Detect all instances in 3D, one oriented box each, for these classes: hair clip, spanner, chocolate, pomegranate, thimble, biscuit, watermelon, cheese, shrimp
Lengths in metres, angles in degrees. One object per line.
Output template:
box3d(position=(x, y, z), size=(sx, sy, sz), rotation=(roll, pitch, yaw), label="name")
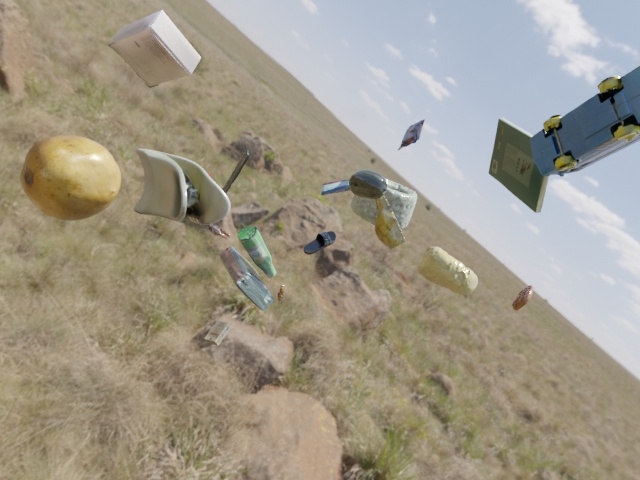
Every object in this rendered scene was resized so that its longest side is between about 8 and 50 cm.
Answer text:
box3d(position=(-0.353, -0.121, 1.140), size=(0.282, 0.173, 0.113), rotation=(23, 21, 39), label="hair clip")
box3d(position=(-0.371, -0.249, 1.872), size=(0.026, 0.325, 0.093), rotation=(8, 46, -39), label="spanner")
box3d(position=(-0.299, 0.067, 2.228), size=(0.291, 0.110, 0.110), rotation=(65, -4, -36), label="chocolate")
box3d(position=(-0.821, -0.209, 1.490), size=(0.307, 0.307, 0.307), rotation=(39, 12, -10), label="pomegranate")
box3d(position=(0.308, -0.182, 2.150), size=(0.291, 0.195, 0.291), rotation=(20, 21, -8), label="thimble")
box3d(position=(0.579, 0.166, 1.306), size=(0.015, 0.078, 0.091), rotation=(40, 44, 7), label="biscuit")
box3d(position=(0.128, -0.148, 1.202), size=(0.110, 0.078, 0.078), rotation=(13, -2, 27), label="watermelon")
box3d(position=(0.454, 0.114, 1.614), size=(0.213, 0.117, 0.226), rotation=(31, 1, 9), label="cheese")
box3d(position=(0.341, -0.399, 1.696), size=(0.028, 0.086, 0.183), rotation=(48, 47, -24), label="chocolate")
box3d(position=(-0.363, -0.029, 1.617), size=(0.092, 0.029, 0.038), rotation=(24, 23, -13), label="shrimp")

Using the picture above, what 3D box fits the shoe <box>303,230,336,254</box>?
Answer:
box3d(position=(0.000, 0.000, 2.031), size=(0.071, 0.179, 0.049), rotation=(39, -32, 34), label="shoe")

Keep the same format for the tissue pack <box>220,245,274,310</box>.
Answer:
box3d(position=(-0.363, 0.182, 2.212), size=(0.228, 0.103, 0.315), rotation=(54, -6, -34), label="tissue pack")

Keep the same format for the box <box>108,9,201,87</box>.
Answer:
box3d(position=(-0.593, -0.677, 1.625), size=(0.251, 0.106, 0.203), rotation=(2, -32, 36), label="box")

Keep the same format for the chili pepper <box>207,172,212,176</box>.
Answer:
box3d(position=(-0.473, -0.216, 1.751), size=(0.045, 0.027, 0.178), rotation=(39, 55, 6), label="chili pepper")

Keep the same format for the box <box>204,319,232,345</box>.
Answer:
box3d(position=(-0.340, 0.306, 1.506), size=(0.053, 0.083, 0.024), rotation=(7, -43, 32), label="box")

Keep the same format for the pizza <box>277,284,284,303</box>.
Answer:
box3d(position=(-0.177, 0.242, 1.990), size=(0.025, 0.083, 0.078), rotation=(9, 42, -7), label="pizza")

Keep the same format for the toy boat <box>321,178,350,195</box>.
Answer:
box3d(position=(0.098, -0.211, 1.760), size=(0.228, 0.046, 0.080), rotation=(-11, 0, -28), label="toy boat")

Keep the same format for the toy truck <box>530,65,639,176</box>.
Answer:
box3d(position=(0.753, -0.302, 1.211), size=(0.162, 0.385, 0.161), rotation=(-5, 75, -22), label="toy truck")

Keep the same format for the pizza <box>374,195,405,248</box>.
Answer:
box3d(position=(0.217, -0.059, 1.546), size=(0.188, 0.080, 0.204), rotation=(-42, 113, -88), label="pizza")

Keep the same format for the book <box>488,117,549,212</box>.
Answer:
box3d(position=(0.796, -0.310, 1.822), size=(0.031, 0.264, 0.379), rotation=(-7, 34, -7), label="book")
